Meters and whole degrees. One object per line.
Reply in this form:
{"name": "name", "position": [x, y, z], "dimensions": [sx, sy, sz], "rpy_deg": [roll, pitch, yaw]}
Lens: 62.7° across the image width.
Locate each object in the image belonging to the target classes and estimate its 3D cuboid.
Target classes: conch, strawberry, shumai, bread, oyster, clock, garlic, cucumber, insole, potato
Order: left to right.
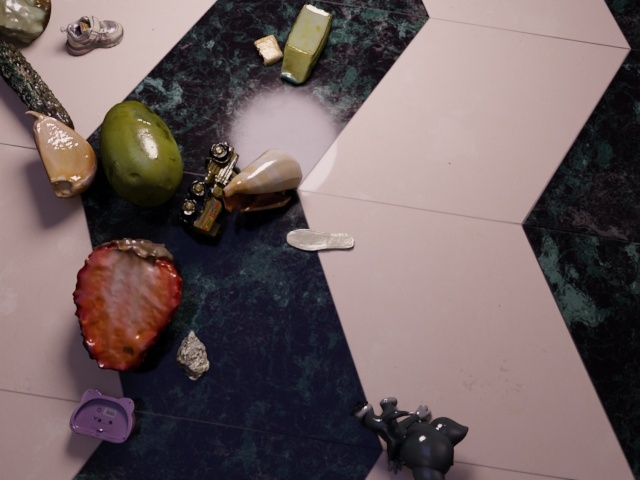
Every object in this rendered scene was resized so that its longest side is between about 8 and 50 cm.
{"name": "shumai", "position": [-0.932, -0.711, 1.522], "dimensions": [0.263, 0.304, 0.310], "rpy_deg": [-1, 63, -17]}
{"name": "cucumber", "position": [-0.836, -0.424, 1.531], "dimensions": [0.096, 0.096, 0.359], "rpy_deg": [-38, 78, -12]}
{"name": "garlic", "position": [-0.710, -0.229, 1.442], "dimensions": [0.145, 0.164, 0.245], "rpy_deg": [-28, 83, 8]}
{"name": "clock", "position": [-0.536, 0.439, 1.316], "dimensions": [0.152, 0.050, 0.110], "rpy_deg": [14, 74, 1]}
{"name": "strawberry", "position": [-0.493, 0.162, 1.360], "dimensions": [0.264, 0.149, 0.337], "rpy_deg": [9, 84, -7]}
{"name": "potato", "position": [-0.494, -0.235, 1.433], "dimensions": [0.215, 0.216, 0.305], "rpy_deg": [-26, 81, -9]}
{"name": "oyster", "position": [-0.332, 0.303, 1.370], "dimensions": [0.100, 0.037, 0.098], "rpy_deg": [37, 76, 8]}
{"name": "conch", "position": [-0.166, -0.171, 1.454], "dimensions": [0.255, 0.158, 0.127], "rpy_deg": [-18, 46, -29]}
{"name": "bread", "position": [-0.160, -0.595, 1.641], "dimensions": [0.070, 0.035, 0.083], "rpy_deg": [-29, 83, -10]}
{"name": "insole", "position": [0.000, 0.000, 1.487], "dimensions": [0.191, 0.010, 0.063], "rpy_deg": [1, 74, -2]}

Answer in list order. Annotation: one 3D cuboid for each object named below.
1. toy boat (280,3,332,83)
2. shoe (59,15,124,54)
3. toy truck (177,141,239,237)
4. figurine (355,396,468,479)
{"name": "toy boat", "position": [-0.042, -0.622, 1.629], "dimensions": [0.111, 0.084, 0.277], "rpy_deg": [22, 73, 2]}
{"name": "shoe", "position": [-0.699, -0.641, 1.601], "dimensions": [0.180, 0.092, 0.089], "rpy_deg": [-21, 75, -8]}
{"name": "toy truck", "position": [-0.299, -0.142, 1.463], "dimensions": [0.127, 0.127, 0.257], "rpy_deg": [23, 73, -11]}
{"name": "figurine", "position": [0.223, 0.472, 1.298], "dimensions": [0.265, 0.140, 0.193], "rpy_deg": [44, 59, -5]}
